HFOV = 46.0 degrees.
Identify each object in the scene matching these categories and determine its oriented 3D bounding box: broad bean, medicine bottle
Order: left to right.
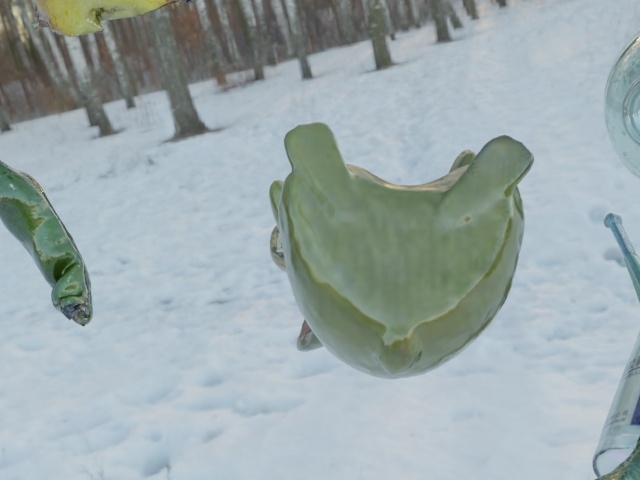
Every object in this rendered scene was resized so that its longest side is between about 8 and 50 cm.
[{"bbox_3d":[-0.245,-0.002,0.660,0.046,0.195,0.061,-32,-17,-12],"label":"broad bean"},{"bbox_3d":[0.546,0.228,1.116,0.190,0.190,0.332,4,46,41],"label":"medicine bottle"}]

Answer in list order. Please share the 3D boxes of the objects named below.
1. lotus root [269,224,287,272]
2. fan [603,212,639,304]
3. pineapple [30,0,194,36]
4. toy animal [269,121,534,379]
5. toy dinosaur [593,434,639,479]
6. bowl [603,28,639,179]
[{"bbox_3d":[0.000,0.000,1.571,0.160,0.146,0.284,-18,-11,29],"label":"lotus root"},{"bbox_3d":[0.326,0.045,0.764,0.016,0.038,0.193,15,43,-22],"label":"fan"},{"bbox_3d":[-0.071,-0.137,0.294,0.077,0.114,0.114,21,47,0],"label":"pineapple"},{"bbox_3d":[0.050,0.017,0.639,0.181,0.180,0.363,-3,-5,-2],"label":"toy animal"},{"bbox_3d":[0.299,0.277,0.866,0.447,0.087,0.301,-8,55,-6],"label":"toy dinosaur"},{"bbox_3d":[0.545,-0.199,1.140,0.146,0.313,0.313,-17,17,-40],"label":"bowl"}]
